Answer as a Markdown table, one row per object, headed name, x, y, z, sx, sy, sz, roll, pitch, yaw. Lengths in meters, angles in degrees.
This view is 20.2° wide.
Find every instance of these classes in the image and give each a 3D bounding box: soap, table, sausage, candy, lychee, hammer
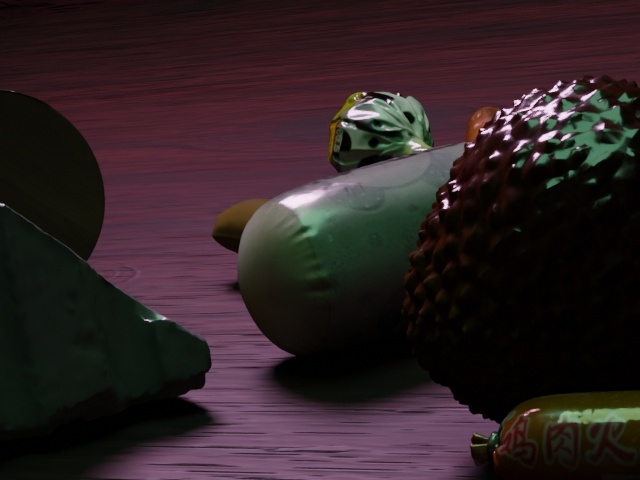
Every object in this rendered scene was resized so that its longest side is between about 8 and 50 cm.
| name | x | y | z | sx | sy | sz | roll | pitch | yaw |
| --- | --- | --- | --- | --- | --- | --- | --- | --- | --- |
| soap | -0.231 | -0.022 | 1.059 | 0.258 | 0.302 | 0.159 | -14 | 7 | -20 |
| table | -0.269 | -0.034 | 1.453 | 0.167 | 0.167 | 0.227 | -12 | 5 | -12 |
| sausage | 0.232 | 0.089 | 0.786 | 0.348 | 0.053 | 0.053 | -4 | 15 | 21 |
| candy | 0.117 | -0.064 | 1.475 | 0.091 | 0.083 | 0.305 | -48 | 37 | -19 |
| lychee | 0.138 | 0.011 | 0.906 | 0.194 | 0.194 | 0.194 | -9 | 14 | 2 |
| hammer | 0.000 | 0.000 | 1.217 | 0.202 | 0.113 | 0.305 | -13 | 9 | -27 |

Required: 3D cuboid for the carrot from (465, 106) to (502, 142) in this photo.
| name | x | y | z | sx | sy | sz | roll | pitch | yaw |
| --- | --- | --- | --- | --- | --- | --- | --- | --- | --- |
| carrot | 0.129 | -0.056 | 1.360 | 0.061 | 0.061 | 0.209 | -7 | 23 | 8 |
